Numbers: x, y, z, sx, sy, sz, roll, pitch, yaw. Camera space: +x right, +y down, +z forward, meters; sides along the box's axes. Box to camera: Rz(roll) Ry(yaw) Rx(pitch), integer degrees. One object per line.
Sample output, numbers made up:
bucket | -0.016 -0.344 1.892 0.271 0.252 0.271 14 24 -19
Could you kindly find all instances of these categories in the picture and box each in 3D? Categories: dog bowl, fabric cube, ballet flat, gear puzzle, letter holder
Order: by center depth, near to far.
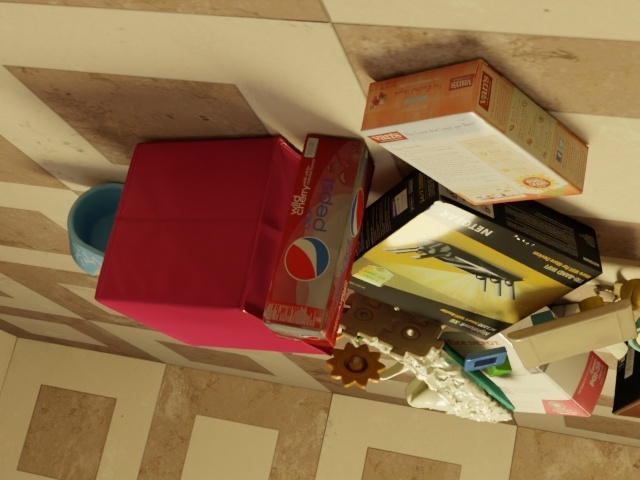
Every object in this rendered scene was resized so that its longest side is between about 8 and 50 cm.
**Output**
fabric cube | -0.128 0.011 1.494 0.258 0.259 0.254 0 159 32
gear puzzle | 0.119 0.127 1.586 0.175 0.339 0.044 21 131 19
dog bowl | -0.299 0.003 1.718 0.297 0.166 0.074 26 155 18
ballet flat | 0.166 0.209 1.786 0.409 0.147 0.147 43 153 -20
letter holder | 0.684 0.245 1.872 0.214 0.152 0.302 9 164 5

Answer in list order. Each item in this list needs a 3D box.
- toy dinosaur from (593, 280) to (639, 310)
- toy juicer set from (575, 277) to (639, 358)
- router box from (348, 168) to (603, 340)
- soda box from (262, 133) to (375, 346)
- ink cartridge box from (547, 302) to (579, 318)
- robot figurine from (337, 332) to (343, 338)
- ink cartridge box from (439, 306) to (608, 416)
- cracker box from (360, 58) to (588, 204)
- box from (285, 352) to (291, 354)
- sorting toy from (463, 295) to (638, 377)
toy dinosaur | 0.499 0.091 1.692 0.092 0.053 0.183 -16 146 34
toy juicer set | 0.531 0.138 1.615 0.209 0.090 0.329 23 148 -27
router box | 0.202 0.021 1.447 0.308 0.081 0.243 21 140 -28
soda box | 0.000 0.000 1.337 0.083 0.263 0.092 9 163 15
ink cartridge box | 0.480 0.154 1.886 0.088 0.052 0.122 22 161 -26
robot figurine | -0.034 0.107 1.943 0.291 0.085 0.211 34 133 -29
ink cartridge box | 0.359 0.200 1.879 0.283 0.117 0.207 42 154 -26
cracker box | 0.179 -0.116 1.163 0.155 0.067 0.232 -4 158 43
box | -0.078 0.105 1.834 0.183 0.059 0.233 23 138 -18
sorting toy | 0.379 0.131 1.528 0.347 0.047 0.196 -18 156 13
